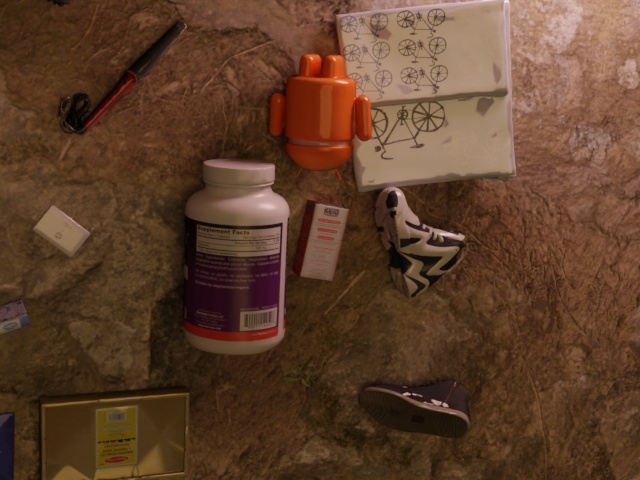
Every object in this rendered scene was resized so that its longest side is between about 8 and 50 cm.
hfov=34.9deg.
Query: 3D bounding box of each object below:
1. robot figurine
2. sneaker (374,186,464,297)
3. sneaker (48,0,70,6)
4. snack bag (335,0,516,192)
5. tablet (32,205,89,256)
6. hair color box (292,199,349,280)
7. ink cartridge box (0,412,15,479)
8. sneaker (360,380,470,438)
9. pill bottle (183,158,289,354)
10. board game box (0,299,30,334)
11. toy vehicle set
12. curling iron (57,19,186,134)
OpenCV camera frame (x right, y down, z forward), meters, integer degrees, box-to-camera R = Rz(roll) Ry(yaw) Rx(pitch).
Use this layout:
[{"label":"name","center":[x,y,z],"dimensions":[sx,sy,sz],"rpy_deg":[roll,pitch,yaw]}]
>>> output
[{"label":"robot figurine","center":[-0.002,-0.219,1.803],"dimensions":[0.158,0.128,0.219],"rpy_deg":[-4,103,-24]},{"label":"sneaker","center":[0.200,-0.017,1.948],"dimensions":[0.153,0.094,0.235],"rpy_deg":[-25,114,-18]},{"label":"sneaker","center":[-0.461,-0.472,1.580],"dimensions":[0.106,0.078,0.234],"rpy_deg":[-47,113,-3]},{"label":"snack bag","center":[0.197,-0.260,1.872],"dimensions":[0.323,0.037,0.342],"rpy_deg":[-6,104,-3]},{"label":"tablet","center":[-0.442,-0.016,1.737],"dimensions":[0.083,0.006,0.054],"rpy_deg":[40,86,-25]},{"label":"hair color box","center":[0.000,0.000,1.900],"dimensions":[0.072,0.043,0.141],"rpy_deg":[9,100,-24]},{"label":"ink cartridge box","center":[-0.677,0.452,1.723],"dimensions":[0.307,0.072,0.303],"rpy_deg":[0,102,-20]},{"label":"sneaker","center":[0.192,0.323,2.046],"dimensions":[0.222,0.118,0.083],"rpy_deg":[17,118,3]},{"label":"pill bottle","center":[-0.147,0.025,1.771],"dimensions":[0.181,0.181,0.323],"rpy_deg":[-2,103,-22]},{"label":"board game box","center":[-0.533,0.133,1.689],"dimensions":[0.090,0.090,0.020],"rpy_deg":[-18,110,-17]},{"label":"toy vehicle set","center":[-0.370,0.356,1.839],"dimensions":[0.267,0.035,0.166],"rpy_deg":[-1,103,-22]},{"label":"curling iron","center":[-0.330,-0.277,1.704],"dimensions":[0.274,0.035,0.068],"rpy_deg":[-41,114,-8]}]
